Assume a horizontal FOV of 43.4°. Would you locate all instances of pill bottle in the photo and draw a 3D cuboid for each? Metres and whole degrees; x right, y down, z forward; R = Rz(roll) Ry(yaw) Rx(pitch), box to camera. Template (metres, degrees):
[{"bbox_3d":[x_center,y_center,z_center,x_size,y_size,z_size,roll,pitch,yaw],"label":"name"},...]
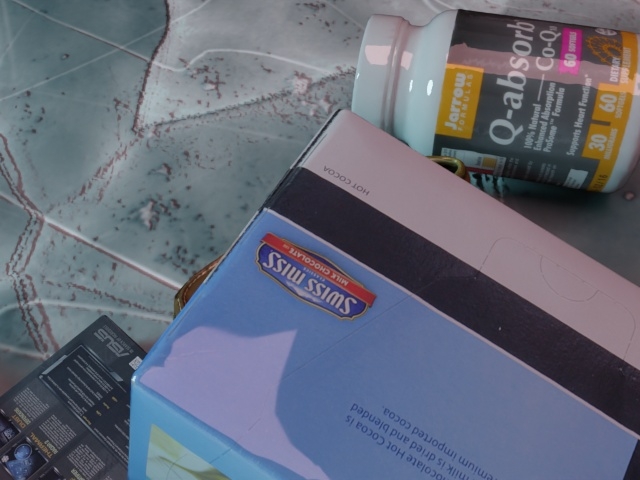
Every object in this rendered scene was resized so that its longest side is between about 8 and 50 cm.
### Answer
[{"bbox_3d":[0.180,-0.146,0.820,0.279,0.162,0.162,10,54,8],"label":"pill bottle"}]

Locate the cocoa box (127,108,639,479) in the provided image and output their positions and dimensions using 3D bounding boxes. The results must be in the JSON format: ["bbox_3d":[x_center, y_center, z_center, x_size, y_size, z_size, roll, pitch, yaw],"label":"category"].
[{"bbox_3d":[0.079,0.134,0.522,0.347,0.231,0.228,32,59,5],"label":"cocoa box"}]

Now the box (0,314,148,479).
[{"bbox_3d":[-0.165,0.194,0.631,0.233,0.059,0.183,36,61,24],"label":"box"}]

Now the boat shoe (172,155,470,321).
[{"bbox_3d":[0.000,0.000,0.747,0.307,0.104,0.110,-26,57,-17],"label":"boat shoe"}]
